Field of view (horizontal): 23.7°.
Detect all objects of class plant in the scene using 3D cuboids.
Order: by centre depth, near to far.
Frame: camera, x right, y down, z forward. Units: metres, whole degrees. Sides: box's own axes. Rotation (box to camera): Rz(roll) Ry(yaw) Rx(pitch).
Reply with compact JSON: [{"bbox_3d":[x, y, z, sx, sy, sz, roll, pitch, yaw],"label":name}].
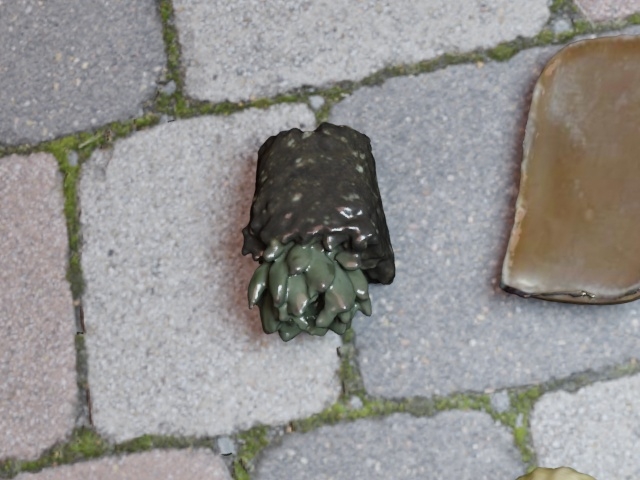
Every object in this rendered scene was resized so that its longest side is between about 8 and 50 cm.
[{"bbox_3d":[0.000,0.000,1.395,0.129,0.132,0.194,-6,66,15],"label":"plant"}]

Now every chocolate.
[{"bbox_3d":[0.262,-0.057,1.374,0.161,0.083,0.261,4,72,33],"label":"chocolate"}]

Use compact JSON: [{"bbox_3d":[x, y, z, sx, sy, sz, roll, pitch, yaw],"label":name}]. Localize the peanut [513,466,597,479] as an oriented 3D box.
[{"bbox_3d":[0.150,0.336,1.203,0.140,0.153,0.325,21,78,19],"label":"peanut"}]
